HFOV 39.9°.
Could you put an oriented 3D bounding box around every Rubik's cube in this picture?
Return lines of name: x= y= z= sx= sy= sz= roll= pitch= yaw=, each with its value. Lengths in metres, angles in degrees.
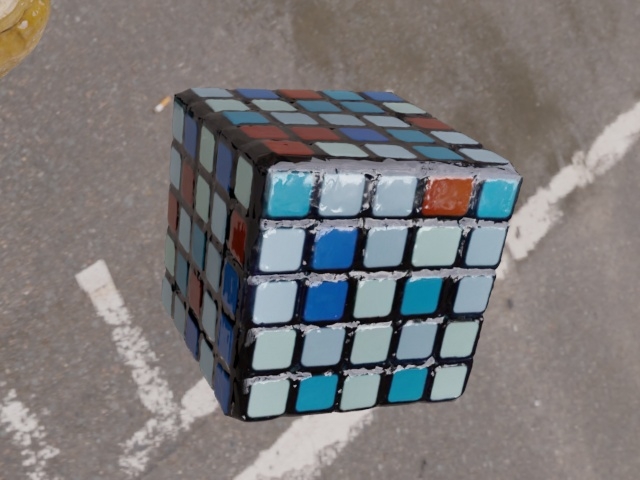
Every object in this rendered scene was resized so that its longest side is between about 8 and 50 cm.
Rubik's cube: x=0.000 y=0.000 z=0.625 sx=0.187 sy=0.182 sz=0.184 roll=-1 pitch=114 yaw=-26

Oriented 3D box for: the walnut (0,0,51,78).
walnut: x=-0.427 y=-0.271 z=1.023 sx=0.195 sy=0.195 sz=0.221 roll=50 pitch=57 yaw=-21
